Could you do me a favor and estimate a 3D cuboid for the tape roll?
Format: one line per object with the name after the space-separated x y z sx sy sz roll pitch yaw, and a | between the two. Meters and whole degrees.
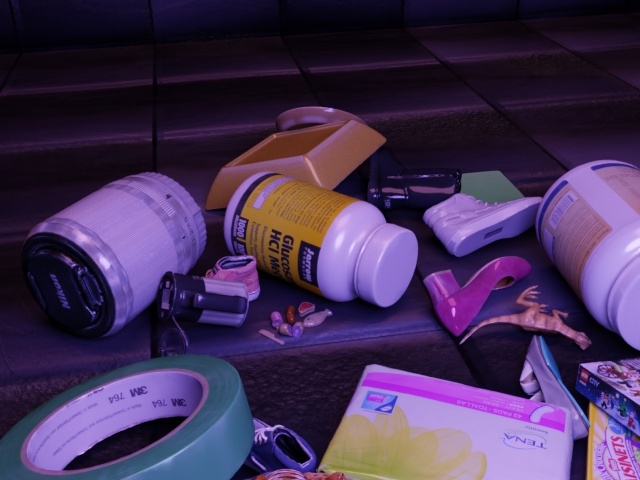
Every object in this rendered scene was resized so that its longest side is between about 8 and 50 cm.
-0.247 0.254 0.938 0.321 0.077 0.321 -14 16 4 | tape roll

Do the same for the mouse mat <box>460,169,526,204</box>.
0.385 -0.120 1.728 0.153 0.007 0.189 -6 29 -8 | mouse mat

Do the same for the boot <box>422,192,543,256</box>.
0.338 -0.062 1.519 0.258 0.095 0.123 -19 52 -25 | boot

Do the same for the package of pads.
0.162 0.285 0.939 0.297 0.101 0.229 9 31 18 | package of pads

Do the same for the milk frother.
-0.197 0.135 1.230 0.135 0.143 0.129 10 12 -30 | milk frother

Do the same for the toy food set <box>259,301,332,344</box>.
-0.046 0.135 1.286 0.078 0.019 0.122 22 37 34 | toy food set

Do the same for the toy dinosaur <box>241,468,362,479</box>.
-0.050 0.319 0.812 0.322 0.164 0.218 -37 16 16 | toy dinosaur

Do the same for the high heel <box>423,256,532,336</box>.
0.301 0.099 1.311 0.244 0.082 0.117 -5 59 -34 | high heel

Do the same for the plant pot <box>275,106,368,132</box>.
0.004 -0.265 1.836 0.236 0.236 0.032 3 73 7 | plant pot

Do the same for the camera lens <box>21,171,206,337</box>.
-0.359 0.022 1.294 0.219 0.219 0.274 14 33 24 | camera lens

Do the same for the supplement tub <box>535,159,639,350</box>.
0.527 0.021 1.259 0.228 0.228 0.316 -4 30 -5 | supplement tub

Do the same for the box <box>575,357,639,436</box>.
0.491 0.231 1.012 0.159 0.044 0.233 -3 18 -20 | box

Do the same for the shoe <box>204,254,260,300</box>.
-0.196 0.079 1.326 0.178 0.081 0.063 -13 32 -20 | shoe

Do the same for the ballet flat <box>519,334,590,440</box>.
0.330 0.216 1.093 0.068 0.072 0.213 -29 25 12 | ballet flat

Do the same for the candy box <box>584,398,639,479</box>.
0.410 0.295 0.988 0.105 0.027 0.206 7 31 17 | candy box

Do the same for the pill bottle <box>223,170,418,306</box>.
0.000 0.000 1.351 0.334 0.187 0.188 20 36 33 | pill bottle

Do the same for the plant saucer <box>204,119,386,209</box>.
-0.063 -0.186 1.684 0.333 0.081 0.333 -4 25 33 | plant saucer

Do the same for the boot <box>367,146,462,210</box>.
0.215 -0.138 1.675 0.207 0.094 0.246 1 34 6 | boot

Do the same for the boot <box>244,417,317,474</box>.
-0.064 0.270 0.986 0.069 0.086 0.190 -24 37 -34 | boot

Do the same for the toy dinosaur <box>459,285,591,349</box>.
0.347 0.131 1.238 0.212 0.064 0.112 6 32 13 | toy dinosaur
